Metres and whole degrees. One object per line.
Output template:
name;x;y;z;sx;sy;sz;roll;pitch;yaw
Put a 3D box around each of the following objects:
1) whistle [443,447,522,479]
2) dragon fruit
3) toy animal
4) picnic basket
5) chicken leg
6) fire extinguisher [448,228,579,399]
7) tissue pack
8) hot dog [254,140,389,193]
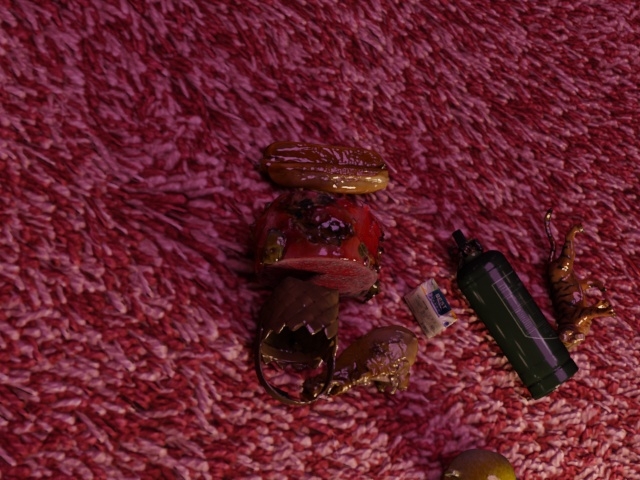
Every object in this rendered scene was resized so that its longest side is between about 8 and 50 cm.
whistle;0.274;0.401;2.021;0.223;0.123;0.123;30;54;-32
dragon fruit;0.000;0.000;2.013;0.282;0.211;0.147;22;61;-49
toy animal;0.437;0.068;2.288;0.116;0.114;0.255;-19;66;10
picnic basket;-0.036;0.159;1.940;0.128;0.138;0.179;17;57;-15
chicken leg;0.066;0.206;2.018;0.207;0.085;0.101;-25;94;-26
fire extinguisher;0.313;0.113;2.189;0.311;0.095;0.114;57;10;4
tissue pack;0.181;0.111;2.132;0.042;0.062;0.083;-27;81;-32
hot dog;0.002;-0.118;2.146;0.235;0.062;0.092;6;48;-21
